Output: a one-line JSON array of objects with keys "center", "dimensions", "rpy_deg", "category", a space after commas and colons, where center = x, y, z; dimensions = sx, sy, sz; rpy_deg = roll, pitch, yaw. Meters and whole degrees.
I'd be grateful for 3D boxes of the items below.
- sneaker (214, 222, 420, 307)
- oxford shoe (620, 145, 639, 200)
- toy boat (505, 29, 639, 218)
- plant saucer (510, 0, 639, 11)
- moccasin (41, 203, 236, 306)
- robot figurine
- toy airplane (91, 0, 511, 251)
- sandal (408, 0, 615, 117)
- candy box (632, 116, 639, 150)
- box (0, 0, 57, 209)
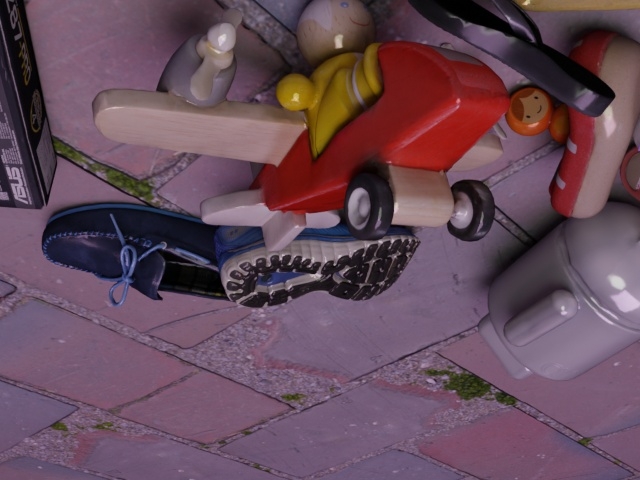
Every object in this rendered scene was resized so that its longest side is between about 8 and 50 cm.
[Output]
[{"center": [0.000, 0.000, 1.020], "dimensions": [0.330, 0.147, 0.129], "rpy_deg": [0, 134, -33], "category": "sneaker"}, {"center": [0.581, -0.082, 0.941], "dimensions": [0.348, 0.130, 0.123], "rpy_deg": [12, 122, 14], "category": "oxford shoe"}, {"center": [0.297, -0.144, 0.853], "dimensions": [0.151, 0.151, 0.231], "rpy_deg": [20, 146, 19], "category": "toy boat"}, {"center": [0.295, -0.302, 0.553], "dimensions": [0.333, 0.081, 0.333], "rpy_deg": [8, 170, 26], "category": "plant saucer"}, {"center": [-0.236, 0.026, 1.038], "dimensions": [0.342, 0.116, 0.137], "rpy_deg": [4, 141, -7], "category": "moccasin"}, {"center": [0.395, 0.078, 1.065], "dimensions": [0.300, 0.200, 0.353], "rpy_deg": [-23, 160, -42], "category": "robot figurine"}, {"center": [0.011, -0.127, 0.780], "dimensions": [0.384, 0.272, 0.386], "rpy_deg": [-2, 177, 15], "category": "toy airplane"}, {"center": [0.192, -0.219, 0.720], "dimensions": [0.254, 0.097, 0.054], "rpy_deg": [32, 123, 2], "category": "sandal"}, {"center": [0.484, -0.191, 0.831], "dimensions": [0.196, 0.070, 0.165], "rpy_deg": [-3, 141, 2], "category": "candy box"}, {"center": [-0.479, -0.199, 0.761], "dimensions": [0.318, 0.097, 0.395], "rpy_deg": [2, 142, -8], "category": "box"}]
